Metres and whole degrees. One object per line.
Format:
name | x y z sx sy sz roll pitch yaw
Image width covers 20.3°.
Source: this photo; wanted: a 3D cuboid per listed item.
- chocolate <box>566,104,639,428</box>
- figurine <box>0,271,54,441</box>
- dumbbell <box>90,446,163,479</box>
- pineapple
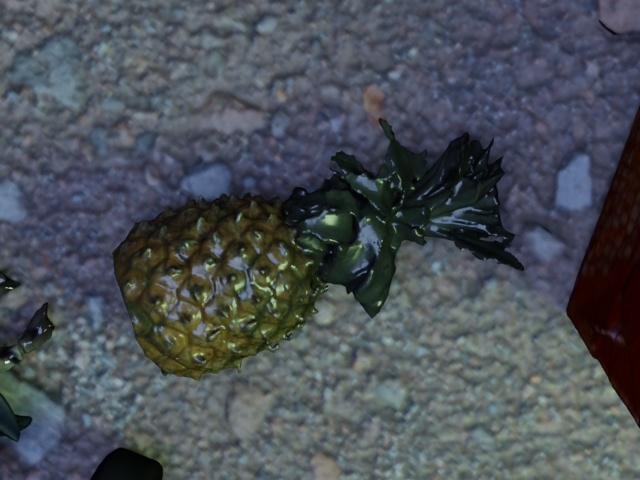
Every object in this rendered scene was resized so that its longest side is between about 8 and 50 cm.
chocolate | 0.241 -0.017 1.028 0.108 0.235 0.237 20 100 -6
figurine | -0.314 0.121 1.159 0.265 0.197 0.175 -47 65 15
dumbbell | -0.068 0.214 1.167 0.191 0.100 0.100 21 101 5
pineapple | 0.000 0.000 1.125 0.251 0.125 0.125 -19 95 4
